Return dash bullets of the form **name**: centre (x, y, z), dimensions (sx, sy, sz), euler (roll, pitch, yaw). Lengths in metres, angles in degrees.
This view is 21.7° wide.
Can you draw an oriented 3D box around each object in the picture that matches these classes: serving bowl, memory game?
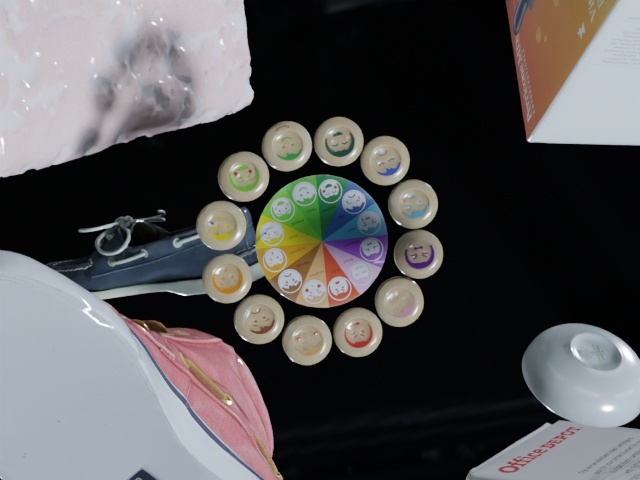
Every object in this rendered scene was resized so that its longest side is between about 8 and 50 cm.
- **serving bowl**: centre (0.173, 0.081, 1.076), dimensions (0.083, 0.027, 0.083), euler (10, -141, -8)
- **memory game**: centre (0.000, 0.000, 1.231), dimensions (0.186, 0.186, 0.012), euler (-20, -174, -6)

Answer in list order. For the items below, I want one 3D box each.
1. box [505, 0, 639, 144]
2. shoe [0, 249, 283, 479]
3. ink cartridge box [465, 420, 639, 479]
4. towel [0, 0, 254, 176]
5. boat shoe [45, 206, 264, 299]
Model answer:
- **box**: centre (0.177, -0.149, 0.955), dimensions (0.091, 0.170, 0.130), euler (0, -116, -13)
- **shoe**: centre (-0.070, 0.053, 0.568), dimensions (0.063, 0.178, 0.081), euler (-36, -147, 9)
- **ink cartridge box**: centre (0.278, 0.232, 1.340), dimensions (0.272, 0.115, 0.198), euler (3, -171, 30)
- **towel**: centre (-0.177, -0.232, 1.361), dimensions (0.053, 0.317, 0.332), euler (5, -164, 36)
- **boat shoe**: centre (-0.170, 0.013, 1.626), dimensions (0.254, 0.079, 0.095), euler (-5, -168, 34)
